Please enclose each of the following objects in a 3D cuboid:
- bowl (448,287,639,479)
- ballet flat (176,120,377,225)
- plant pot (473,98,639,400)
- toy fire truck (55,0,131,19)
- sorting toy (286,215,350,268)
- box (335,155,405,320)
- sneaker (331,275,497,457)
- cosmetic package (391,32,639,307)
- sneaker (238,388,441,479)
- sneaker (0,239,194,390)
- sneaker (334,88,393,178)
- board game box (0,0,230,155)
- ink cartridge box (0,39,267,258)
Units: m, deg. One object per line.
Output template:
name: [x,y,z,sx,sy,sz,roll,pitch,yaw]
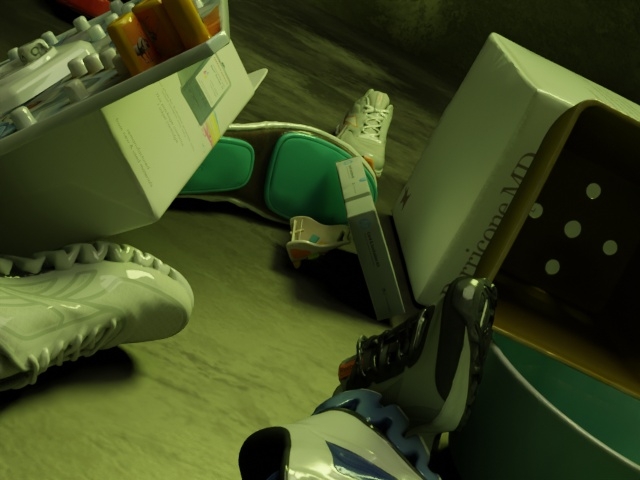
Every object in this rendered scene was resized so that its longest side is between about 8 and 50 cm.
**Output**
bowl: [0.246,0.197,0.925,0.312,0.163,0.311,25,20,-10]
ballet flat: [-0.100,-0.104,1.271,0.400,0.139,0.139,7,29,-39]
plant pot: [0.263,0.004,0.913,0.212,0.212,0.187,26,7,-6]
toy fire truck: [-0.349,-0.461,1.766,0.302,0.169,0.254,20,3,-22]
sorting toy: [0.000,0.000,1.200,0.075,0.045,0.083,-11,22,6]
box: [0.060,-0.007,1.223,0.038,0.145,0.186,-16,24,3]
sneaker: [0.074,0.113,0.825,0.108,0.271,0.100,22,55,1]
cosmetic package: [0.357,-0.040,1.389,0.394,0.329,0.327,23,22,-12]
sneaker: [0.041,0.227,0.680,0.182,0.127,0.315,0,27,-45]
sneaker: [-0.224,0.065,0.759,0.292,0.110,0.118,7,43,-40]
sneaker: [0.080,-0.201,1.715,0.099,0.121,0.262,23,21,-11]
board game box: [-0.266,-0.147,0.838,0.390,0.390,0.050,-104,169,-65]
ink cartridge box: [-0.200,-0.124,0.939,0.119,0.207,0.353,65,24,-23]
